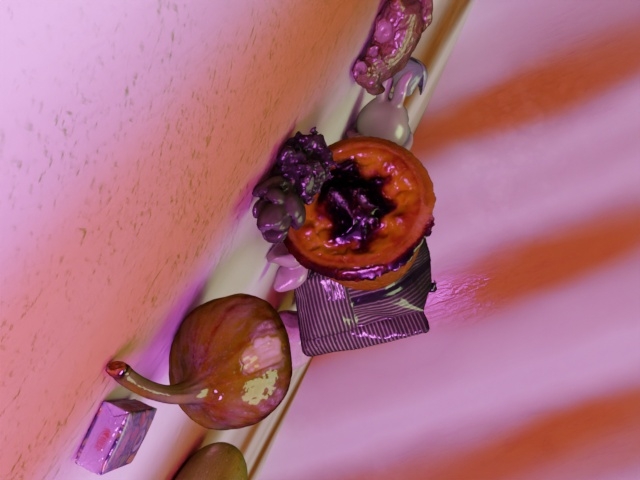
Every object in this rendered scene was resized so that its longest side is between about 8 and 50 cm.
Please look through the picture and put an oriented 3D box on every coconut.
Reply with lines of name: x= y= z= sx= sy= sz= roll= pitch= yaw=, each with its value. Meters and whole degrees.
coconut: x=-0.064 y=0.205 z=1.341 sx=0.110 sy=0.110 sz=0.125 roll=-51 pitch=157 yaw=-63

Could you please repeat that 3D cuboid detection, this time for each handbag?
handbag: x=0.093 y=0.064 z=1.294 sx=0.341 sy=0.240 sz=0.248 roll=-51 pitch=135 yaw=-67

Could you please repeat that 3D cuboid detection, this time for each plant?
plant: x=-0.036 y=-0.062 z=0.798 sx=0.174 sy=0.087 sz=0.085 roll=-65 pitch=145 yaw=-41

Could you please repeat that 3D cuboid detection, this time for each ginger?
ginger: x=0.133 y=-0.364 z=1.046 sx=0.290 sy=0.084 sz=0.122 roll=-61 pitch=151 yaw=-2

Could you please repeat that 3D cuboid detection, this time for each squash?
squash: x=-0.182 y=0.405 z=1.124 sx=0.187 sy=0.123 sz=0.123 roll=-56 pitch=169 yaw=-67

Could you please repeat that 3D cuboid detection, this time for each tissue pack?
tissue pack: x=-0.191 y=0.185 z=0.637 sx=0.083 sy=0.035 sz=0.063 roll=73 pitch=42 yaw=-80

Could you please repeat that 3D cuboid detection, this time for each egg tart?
egg tart: x=0.059 y=-0.026 z=0.939 sx=0.215 sy=0.215 sz=0.171 roll=-63 pitch=158 yaw=-14

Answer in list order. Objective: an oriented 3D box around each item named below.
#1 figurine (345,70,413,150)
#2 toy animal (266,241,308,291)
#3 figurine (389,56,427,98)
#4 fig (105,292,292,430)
figurine: x=0.111 y=-0.190 z=1.221 sx=0.155 sy=0.127 sz=0.236 roll=4 pitch=109 yaw=-62
toy animal: x=0.002 y=0.000 z=1.087 sx=0.124 sy=0.124 sz=0.213 roll=105 pitch=9 yaw=-53
figurine: x=0.171 y=-0.336 z=1.370 sx=0.082 sy=0.086 sz=0.095 roll=158 pitch=-84 yaw=-80
fig: x=-0.118 y=0.132 z=0.677 sx=0.149 sy=0.149 sz=0.245 roll=-67 pitch=161 yaw=10
